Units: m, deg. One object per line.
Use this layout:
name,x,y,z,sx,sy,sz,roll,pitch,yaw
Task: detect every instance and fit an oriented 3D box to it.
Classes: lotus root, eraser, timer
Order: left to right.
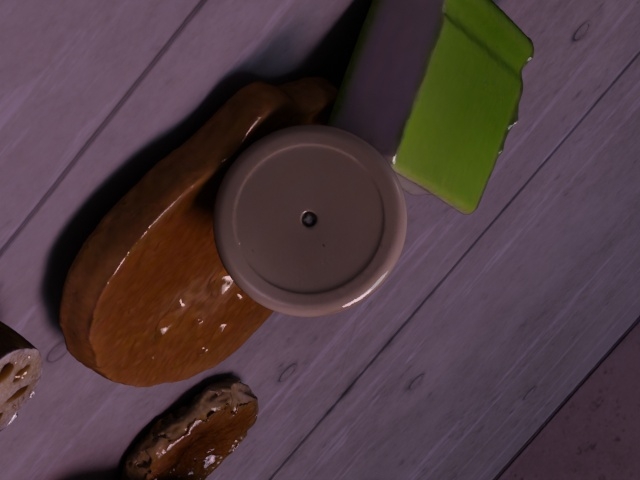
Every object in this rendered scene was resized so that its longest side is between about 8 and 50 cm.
lotus root,-0.309,0.120,1.772,0.112,0.081,0.122,-40,158,-18
timer,0.000,0.000,1.896,0.175,0.175,0.266,-44,171,-3
eraser,0.115,-0.152,1.976,0.274,0.092,0.210,20,91,-66

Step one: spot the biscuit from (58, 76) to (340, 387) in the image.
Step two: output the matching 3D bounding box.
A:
biscuit,-0.101,-0.007,1.947,0.365,0.062,0.385,-47,159,-2

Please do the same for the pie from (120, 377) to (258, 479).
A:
pie,-0.155,0.238,2.322,0.195,0.046,0.195,-37,156,-19
